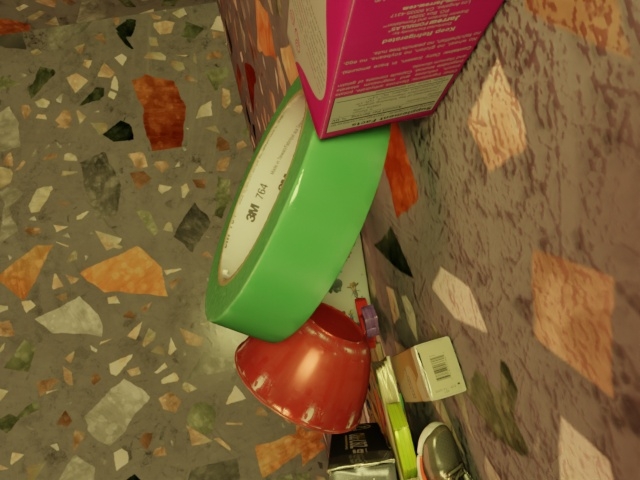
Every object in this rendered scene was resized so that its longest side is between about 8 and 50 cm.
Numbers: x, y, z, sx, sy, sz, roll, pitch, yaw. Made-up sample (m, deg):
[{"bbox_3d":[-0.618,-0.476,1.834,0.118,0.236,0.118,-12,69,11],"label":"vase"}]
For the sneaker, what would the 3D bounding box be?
[{"bbox_3d":[0.154,0.273,0.577,0.064,0.061,0.158,-20,83,53],"label":"sneaker"}]

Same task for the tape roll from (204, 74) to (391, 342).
[{"bbox_3d":[-0.037,-0.048,0.622,0.321,0.077,0.321,-55,22,35],"label":"tape roll"}]

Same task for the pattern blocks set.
[{"bbox_3d":[0.100,0.245,0.733,0.285,0.026,0.325,109,148,-90],"label":"pattern blocks set"}]

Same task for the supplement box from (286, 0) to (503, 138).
[{"bbox_3d":[0.045,-0.175,0.376,0.220,0.113,0.111,117,139,-74],"label":"supplement box"}]

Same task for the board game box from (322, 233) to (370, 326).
[{"bbox_3d":[0.000,0.000,0.934,0.224,0.097,0.304,-131,28,-69],"label":"board game box"}]

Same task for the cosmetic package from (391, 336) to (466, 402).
[{"bbox_3d":[0.117,0.147,0.602,0.115,0.041,0.060,103,152,-70],"label":"cosmetic package"}]

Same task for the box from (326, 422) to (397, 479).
[{"bbox_3d":[0.084,0.482,0.752,0.318,0.097,0.396,85,176,-80],"label":"box"}]

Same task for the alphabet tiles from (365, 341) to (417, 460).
[{"bbox_3d":[0.121,0.340,0.944,0.285,0.011,0.343,143,113,-80],"label":"alphabet tiles"}]

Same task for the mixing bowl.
[{"bbox_3d":[-0.005,0.140,0.675,0.098,0.181,0.181,-61,24,15],"label":"mixing bowl"}]
